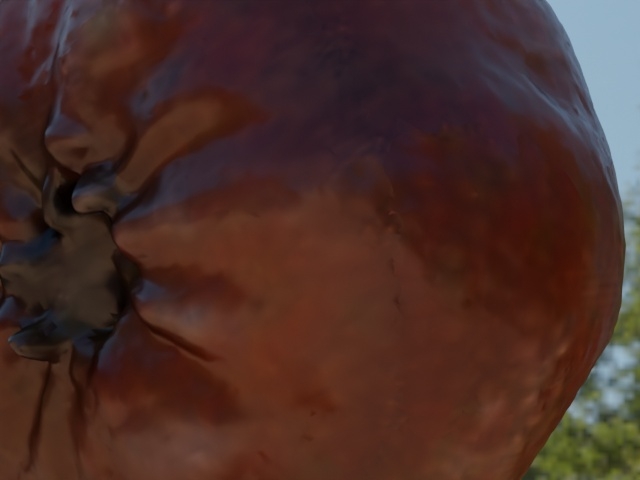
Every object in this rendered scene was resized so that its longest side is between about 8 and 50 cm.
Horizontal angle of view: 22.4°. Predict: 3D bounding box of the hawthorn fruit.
[{"bbox_3d":[0.000,0.000,0.553,0.242,0.242,0.272,-9,-1,35],"label":"hawthorn fruit"}]
